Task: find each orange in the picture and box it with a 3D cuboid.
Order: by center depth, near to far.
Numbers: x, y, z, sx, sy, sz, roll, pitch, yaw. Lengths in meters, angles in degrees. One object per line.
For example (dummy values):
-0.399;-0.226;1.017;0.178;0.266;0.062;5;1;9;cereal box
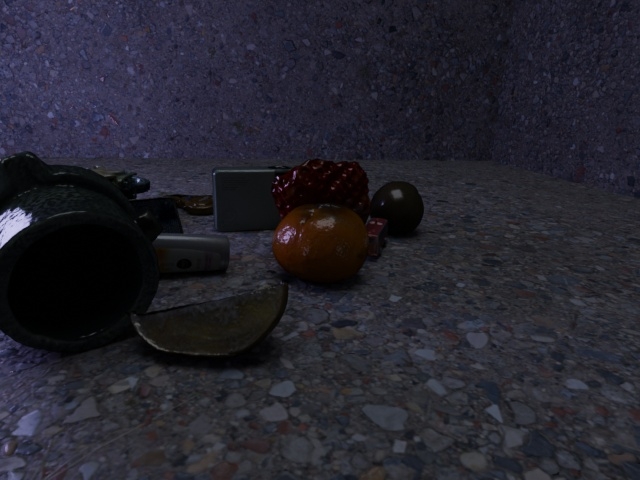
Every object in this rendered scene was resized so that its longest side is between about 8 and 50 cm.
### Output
0.000;0.000;1.031;0.224;0.170;0.224;3;16;-1;orange

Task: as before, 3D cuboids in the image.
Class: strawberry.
0.008;-0.091;1.203;0.265;0.149;0.336;-29;-22;19;strawberry

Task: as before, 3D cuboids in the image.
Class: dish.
-0.458;-0.002;1.078;0.243;0.182;0.080;-9;-16;-33;dish

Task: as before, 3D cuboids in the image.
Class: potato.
-0.165;0.148;0.731;0.261;0.100;0.120;-12;-21;1;potato

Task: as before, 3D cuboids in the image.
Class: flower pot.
-0.439;0.002;0.764;0.299;0.299;0.282;-11;26;-36;flower pot

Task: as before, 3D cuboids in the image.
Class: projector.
-0.202;-0.135;1.392;0.256;0.192;0.099;-4;19;-16;projector

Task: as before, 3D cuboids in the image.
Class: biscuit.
-0.433;-0.135;1.615;0.319;0.047;0.183;10;16;27;biscuit

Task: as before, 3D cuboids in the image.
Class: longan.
0.238;-0.103;1.409;0.189;0.189;0.189;2;18;-1;longan

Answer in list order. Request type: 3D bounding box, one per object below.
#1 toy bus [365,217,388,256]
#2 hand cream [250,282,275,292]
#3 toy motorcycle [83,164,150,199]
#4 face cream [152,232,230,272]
0.146;-0.009;1.229;0.065;0.077;0.192;9;20;14;toy bus
-0.139;0.121;0.860;0.061;0.039;0.143;17;27;32;hand cream
-0.691;-0.150;1.424;0.236;0.169;0.410;-2;18;-9;toy motorcycle
-0.343;0.028;1.004;0.269;0.107;0.073;1;36;-21;face cream
